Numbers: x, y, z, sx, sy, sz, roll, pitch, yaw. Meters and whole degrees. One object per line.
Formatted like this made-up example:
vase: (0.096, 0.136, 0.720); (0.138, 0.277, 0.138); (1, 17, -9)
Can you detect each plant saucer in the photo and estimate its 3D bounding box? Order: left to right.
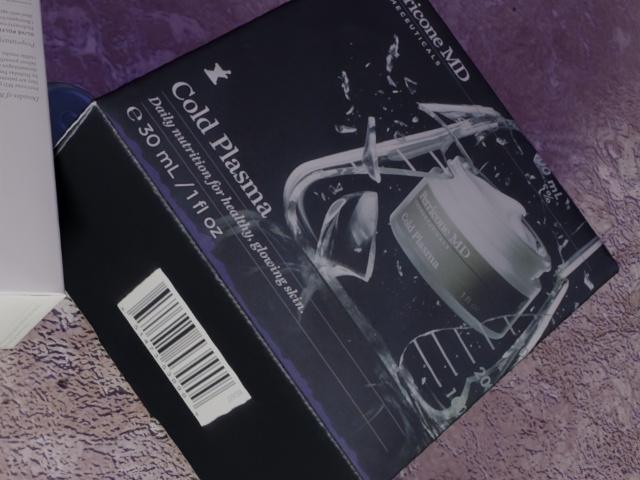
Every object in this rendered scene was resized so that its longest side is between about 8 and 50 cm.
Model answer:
plant saucer: (-0.300, -0.139, 1.500); (0.119, 0.021, 0.119); (12, 63, -25)

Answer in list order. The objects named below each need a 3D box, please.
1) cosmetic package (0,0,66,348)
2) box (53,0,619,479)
cosmetic package: (-0.380, -0.083, 1.323); (0.155, 0.197, 0.365); (1, 70, -31)
box: (0.000, 0.000, 1.454); (0.472, 0.297, 0.480); (-35, 89, -38)
